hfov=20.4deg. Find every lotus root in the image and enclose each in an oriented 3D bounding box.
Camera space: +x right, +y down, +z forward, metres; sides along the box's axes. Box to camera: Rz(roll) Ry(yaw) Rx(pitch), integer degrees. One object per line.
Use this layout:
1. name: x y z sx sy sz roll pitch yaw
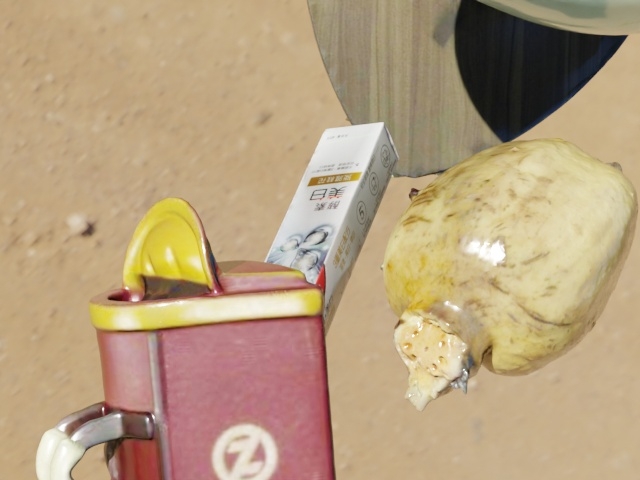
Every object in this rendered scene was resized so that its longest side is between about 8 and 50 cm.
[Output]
1. lotus root: 0.132 0.005 1.234 0.154 0.140 0.257 21 41 23

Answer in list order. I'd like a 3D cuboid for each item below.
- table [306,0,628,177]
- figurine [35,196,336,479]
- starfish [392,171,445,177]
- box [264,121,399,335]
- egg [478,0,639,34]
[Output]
1. table: 0.122 -0.234 1.596 0.317 0.249 0.317 -1 98 -9
2. figurine: -0.051 0.062 0.621 0.098 0.082 0.154 -8 96 -19
3. starfish: 0.142 -0.042 1.574 0.217 0.223 0.050 -8 112 -72
4. box: 0.000 0.000 1.268 0.039 0.055 0.218 64 33 -35
5. egg: 0.170 -0.262 1.224 0.371 0.230 0.230 7 65 -29
